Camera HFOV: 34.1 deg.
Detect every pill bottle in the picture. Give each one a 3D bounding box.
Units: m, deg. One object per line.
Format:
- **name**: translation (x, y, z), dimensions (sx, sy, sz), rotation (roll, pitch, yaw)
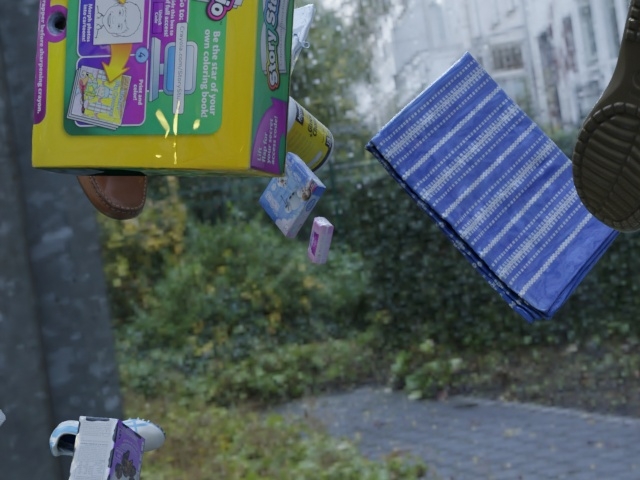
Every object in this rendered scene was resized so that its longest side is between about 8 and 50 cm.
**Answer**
- **pill bottle**: translation (-0.065, -0.192, 1.799), dimensions (0.103, 0.103, 0.184), rotation (-8, -28, 34)

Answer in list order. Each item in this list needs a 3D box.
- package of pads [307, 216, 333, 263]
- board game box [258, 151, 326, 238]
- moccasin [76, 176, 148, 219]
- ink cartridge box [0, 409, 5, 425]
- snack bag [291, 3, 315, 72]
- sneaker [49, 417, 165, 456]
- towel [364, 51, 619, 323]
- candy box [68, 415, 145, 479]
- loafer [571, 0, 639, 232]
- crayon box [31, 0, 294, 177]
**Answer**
- **package of pads**: translation (0.000, 0.000, 2.053), dimensions (0.032, 0.083, 0.050), rotation (5, 19, -19)
- **board game box**: translation (-0.042, -0.065, 1.487), dimensions (0.020, 0.090, 0.090), rotation (13, 27, -42)
- **moccasin**: translation (-0.317, -0.220, 1.676), dimensions (0.139, 0.380, 0.147), rotation (16, -25, -35)
- **ink cartridge box**: translation (-0.539, 0.284, 1.395), dimensions (0.191, 0.082, 0.139), rotation (-29, 14, 21)
- **snack bag**: translation (-0.174, -0.339, 2.010), dimensions (0.323, 0.037, 0.342), rotation (-10, 39, 25)
- **sneaker**: translation (-0.436, 0.415, 2.133), dimensions (0.237, 0.085, 0.086), rotation (-2, 31, 3)
- **towel**: translation (0.248, -0.077, 1.414), dimensions (0.243, 0.336, 0.040), rotation (-43, -1, -29)
- **candy box**: translation (-0.352, 0.403, 1.701), dimensions (0.070, 0.196, 0.165), rotation (2, -22, 8)
- **loafer**: translation (0.294, -0.120, 0.881), dimensions (0.092, 0.268, 0.102), rotation (-25, 53, -32)
- **crayon box**: translation (-0.192, -0.262, 1.285), dimensions (0.313, 0.363, 0.106), rotation (2, -2, 23)
